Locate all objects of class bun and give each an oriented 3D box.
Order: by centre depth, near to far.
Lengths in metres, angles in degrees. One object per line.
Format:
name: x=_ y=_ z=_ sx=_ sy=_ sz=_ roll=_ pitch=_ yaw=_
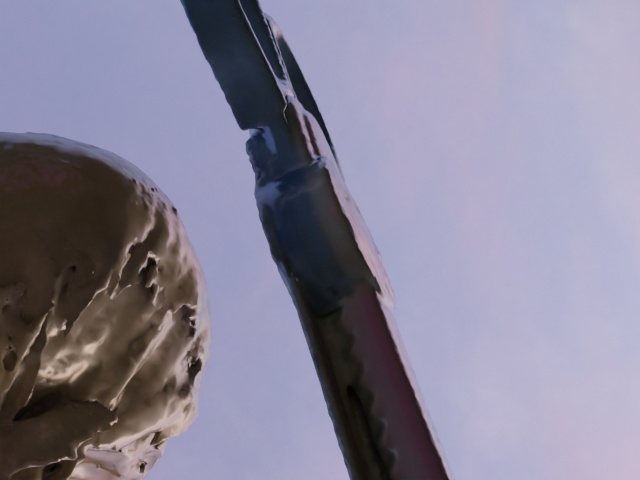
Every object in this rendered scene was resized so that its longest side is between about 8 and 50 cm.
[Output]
bun: x=-0.175 y=0.088 z=0.648 sx=0.287 sy=0.287 sz=0.146 roll=0 pitch=-140 yaw=-44

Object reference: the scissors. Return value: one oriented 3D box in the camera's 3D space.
scissors: x=0.000 y=0.000 z=0.409 sx=0.125 sy=0.030 sz=0.256 roll=58 pitch=-170 yaw=-51
